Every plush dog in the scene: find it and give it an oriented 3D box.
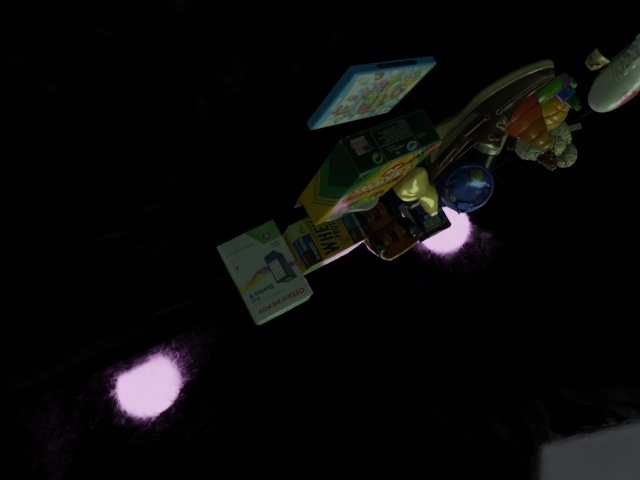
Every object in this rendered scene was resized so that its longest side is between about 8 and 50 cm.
[{"bbox_3d":[0.875,-0.393,1.739,0.225,0.262,0.210,-36,143,-25],"label":"plush dog"}]

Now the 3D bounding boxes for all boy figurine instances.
[{"bbox_3d":[0.241,-0.133,1.127,0.092,0.177,0.285,-39,176,12],"label":"boy figurine"}]

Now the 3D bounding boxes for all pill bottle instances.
[{"bbox_3d":[0.322,-0.113,1.433,0.123,0.219,0.123,-28,173,-3],"label":"pill bottle"}]

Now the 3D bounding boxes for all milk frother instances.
[{"bbox_3d":[0.426,-0.276,1.216,0.143,0.129,0.134,2,126,-14],"label":"milk frother"}]

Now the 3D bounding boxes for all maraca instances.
[{"bbox_3d":[0.684,-0.400,1.301,0.127,0.099,0.185,-17,147,-10],"label":"maraca"}]

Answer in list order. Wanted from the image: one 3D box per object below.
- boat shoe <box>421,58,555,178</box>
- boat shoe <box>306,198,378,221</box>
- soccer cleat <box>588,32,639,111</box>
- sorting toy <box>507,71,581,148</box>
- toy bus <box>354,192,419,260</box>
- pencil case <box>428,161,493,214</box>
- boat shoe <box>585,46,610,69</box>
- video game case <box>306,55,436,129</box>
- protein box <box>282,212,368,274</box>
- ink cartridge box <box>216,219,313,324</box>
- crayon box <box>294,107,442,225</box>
[{"bbox_3d":[0.368,-0.255,0.978,0.342,0.123,0.123,-33,172,34],"label":"boat shoe"},{"bbox_3d":[0.057,-0.097,1.145,0.229,0.080,0.076,-28,-165,-38],"label":"boat shoe"},{"bbox_3d":[0.804,-0.475,1.087,0.143,0.116,0.331,1,137,-47],"label":"soccer cleat"},{"bbox_3d":[0.575,-0.320,1.102,0.366,0.126,0.127,-33,172,-36],"label":"sorting toy"},{"bbox_3d":[0.191,-0.025,1.424,0.150,0.220,0.211,-32,163,-14],"label":"toy bus"},{"bbox_3d":[0.367,-0.144,1.192,0.306,0.120,0.133,-64,170,-80],"label":"pencil case"},{"bbox_3d":[0.707,-0.460,1.123,0.045,0.050,0.135,-40,168,36],"label":"boat shoe"},{"bbox_3d":[0.072,-0.207,0.615,0.166,0.015,0.119,-23,172,-36],"label":"video game case"},{"bbox_3d":[0.000,0.000,1.343,0.201,0.135,0.200,-26,174,-20],"label":"protein box"},{"bbox_3d":[-0.136,0.080,1.075,0.155,0.212,0.093,-27,173,-13],"label":"ink cartridge box"},{"bbox_3d":[0.083,-0.134,0.927,0.202,0.081,0.318,-26,173,-23],"label":"crayon box"}]
